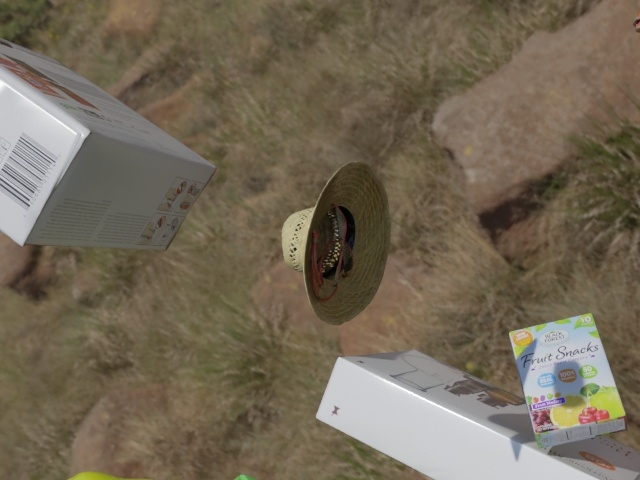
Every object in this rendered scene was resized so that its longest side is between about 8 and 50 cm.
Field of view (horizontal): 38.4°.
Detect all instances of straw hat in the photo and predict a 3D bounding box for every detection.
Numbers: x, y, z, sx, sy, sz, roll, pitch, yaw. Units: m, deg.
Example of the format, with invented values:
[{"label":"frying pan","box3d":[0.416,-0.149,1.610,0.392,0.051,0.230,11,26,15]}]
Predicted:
[{"label":"straw hat","box3d":[0.000,0.000,0.781,0.061,0.144,0.144,6,66,32]}]

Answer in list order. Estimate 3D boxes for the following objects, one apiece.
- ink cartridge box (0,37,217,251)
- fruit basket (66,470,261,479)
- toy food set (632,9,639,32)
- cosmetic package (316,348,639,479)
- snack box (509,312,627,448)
[{"label":"ink cartridge box","box3d":[-0.304,-0.114,1.007,0.272,0.309,0.130,35,97,15]},{"label":"fruit basket","box3d":[-0.151,0.405,1.041,0.392,0.392,0.283,-28,56,37]},{"label":"toy food set","box3d":[0.470,-0.253,1.239,0.071,0.218,0.128,-34,24,2]},{"label":"cosmetic package","box3d":[0.223,0.260,1.205,0.377,0.284,0.097,22,98,25]},{"label":"snack box","box3d":[0.280,0.158,1.049,0.100,0.037,0.141,-14,46,10]}]
